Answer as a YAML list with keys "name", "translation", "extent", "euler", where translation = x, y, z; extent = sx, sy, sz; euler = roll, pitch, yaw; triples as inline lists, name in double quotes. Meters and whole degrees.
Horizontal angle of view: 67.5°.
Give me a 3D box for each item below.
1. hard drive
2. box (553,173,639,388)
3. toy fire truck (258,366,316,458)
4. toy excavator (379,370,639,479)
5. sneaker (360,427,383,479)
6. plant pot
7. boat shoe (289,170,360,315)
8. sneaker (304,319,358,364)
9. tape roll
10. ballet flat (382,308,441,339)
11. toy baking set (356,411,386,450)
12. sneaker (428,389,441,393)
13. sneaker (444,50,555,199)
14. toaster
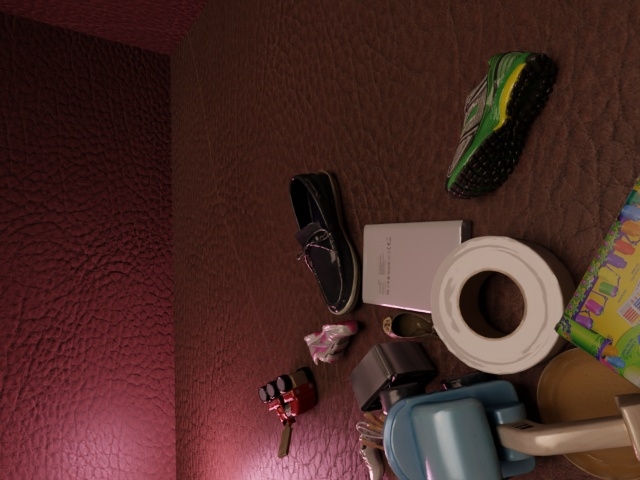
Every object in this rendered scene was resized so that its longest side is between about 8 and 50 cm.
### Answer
- name: "hard drive"
  translation: [0.245, 0.068, 1.286]
  extent: [0.353, 0.047, 0.233]
  euler: [0, 87, 55]
- name: "box"
  translation: [0.573, 0.091, 0.710]
  extent: [0.279, 0.177, 0.290]
  euler: [42, 121, 48]
- name: "toy fire truck"
  translation: [-0.106, 0.601, 1.673]
  extent: [0.217, 0.158, 0.246]
  euler: [-42, 67, 44]
- name: "toy excavator"
  translation: [0.337, 0.368, 0.896]
  extent: [0.445, 0.433, 0.222]
  euler: [72, -174, -76]
- name: "sneaker"
  translation: [0.142, 0.619, 1.380]
  extent: [0.054, 0.061, 0.152]
  euler: [-17, 75, 51]
- name: "plant pot"
  translation: [0.522, 0.317, 0.891]
  extent: [0.236, 0.032, 0.236]
  euler: [-7, 82, 54]
- name: "boat shoe"
  translation: [0.000, 0.000, 1.546]
  extent: [0.187, 0.156, 0.500]
  euler: [-32, 64, 47]
- name: "sneaker"
  translation: [0.045, 0.325, 1.515]
  extent: [0.252, 0.103, 0.111]
  euler: [-44, 58, 52]
- name: "tape roll"
  translation: [0.377, 0.132, 1.010]
  extent: [0.286, 0.100, 0.286]
  euler: [-2, 87, 44]
- name: "ballet flat"
  translation: [0.245, 0.226, 1.264]
  extent: [0.250, 0.058, 0.084]
  euler: [-6, 82, 54]
- name: "toy baking set"
  translation: [0.193, 0.505, 1.235]
  extent: [0.197, 0.030, 0.256]
  euler: [26, 142, 10]
- name: "sneaker"
  translation: [0.292, 0.450, 1.168]
  extent: [0.063, 0.073, 0.162]
  euler: [-54, 47, 37]
- name: "sneaker"
  translation: [0.377, -0.251, 1.076]
  extent: [0.343, 0.134, 0.146]
  euler: [-64, 34, 15]
- name: "toaster"
  translation: [0.189, 0.349, 1.240]
  extent: [0.185, 0.168, 0.110]
  euler: [-60, 42, 34]
